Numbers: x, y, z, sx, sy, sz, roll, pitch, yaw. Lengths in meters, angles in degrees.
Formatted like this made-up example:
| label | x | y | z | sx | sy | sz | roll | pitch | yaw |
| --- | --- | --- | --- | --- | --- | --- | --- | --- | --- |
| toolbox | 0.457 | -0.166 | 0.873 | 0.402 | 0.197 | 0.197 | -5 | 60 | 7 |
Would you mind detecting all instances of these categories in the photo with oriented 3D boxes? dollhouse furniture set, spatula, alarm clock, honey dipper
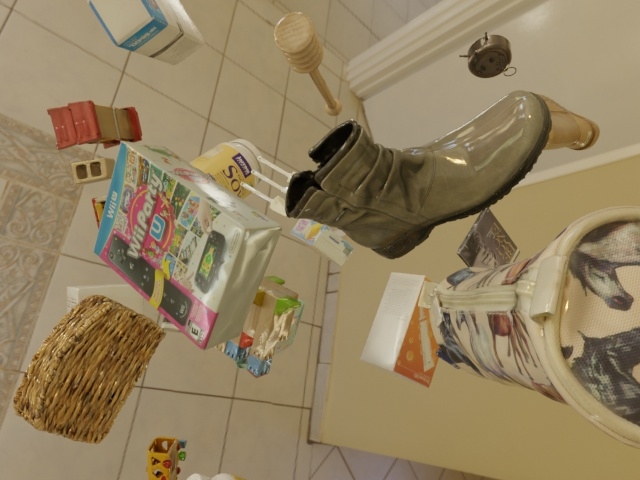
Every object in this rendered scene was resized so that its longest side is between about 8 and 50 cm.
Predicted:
| label | x | y | z | sx | sy | sz | roll | pitch | yaw |
| --- | --- | --- | --- | --- | --- | --- | --- | --- | --- |
| dollhouse furniture set | -0.645 | -0.219 | 1.307 | 0.201 | 0.152 | 0.374 | -33 | 115 | -72 |
| spatula | -0.177 | -0.208 | 1.616 | 0.168 | 0.242 | 0.019 | -57 | 164 | -7 |
| alarm clock | 0.545 | -0.564 | 1.360 | 0.192 | 0.129 | 0.064 | 17 | 62 | -25 |
| honey dipper | -0.003 | -0.142 | 0.383 | 0.160 | 0.030 | 0.031 | 20 | 61 | -77 |

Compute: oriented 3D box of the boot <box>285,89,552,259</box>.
| label | x | y | z | sx | sy | sz | roll | pitch | yaw |
| --- | --- | --- | --- | --- | --- | --- | --- | --- | --- |
| boot | 0.084 | -0.073 | 0.427 | 0.161 | 0.246 | 0.083 | 23 | 41 | -33 |

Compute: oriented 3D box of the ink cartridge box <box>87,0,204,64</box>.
| label | x | y | z | sx | sy | sz | roll | pitch | yaw |
| --- | --- | --- | --- | --- | --- | --- | --- | --- | --- |
| ink cartridge box | -0.310 | -0.406 | 0.757 | 0.148 | 0.085 | 0.203 | 58 | 13 | -7 |

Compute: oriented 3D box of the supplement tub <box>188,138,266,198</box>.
| label | x | y | z | sx | sy | sz | roll | pitch | yaw |
| --- | --- | --- | --- | --- | --- | --- | --- | --- | --- |
| supplement tub | -0.401 | -0.248 | 1.745 | 0.331 | 0.241 | 0.241 | -46 | 111 | -38 |

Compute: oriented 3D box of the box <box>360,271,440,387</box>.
| label | x | y | z | sx | sy | sz | roll | pitch | yaw |
| --- | --- | --- | --- | --- | --- | --- | --- | --- | --- |
| box | 0.324 | 0.319 | 1.571 | 0.215 | 0.168 | 0.345 | 32 | 73 | -33 |

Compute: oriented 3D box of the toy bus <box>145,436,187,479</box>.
| label | x | y | z | sx | sy | sz | roll | pitch | yaw |
| --- | --- | --- | --- | --- | --- | --- | --- | --- | --- |
| toy bus | -0.558 | 0.797 | 1.521 | 0.104 | 0.191 | 0.202 | 5 | 57 | 2 |

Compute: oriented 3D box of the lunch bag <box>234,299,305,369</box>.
| label | x | y | z | sx | sy | sz | roll | pitch | yaw |
| --- | --- | --- | --- | --- | --- | --- | --- | --- | --- |
| lunch bag | -0.198 | 0.331 | 1.581 | 0.223 | 0.160 | 0.262 | -14 | 129 | -56 |

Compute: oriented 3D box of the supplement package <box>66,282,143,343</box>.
| label | x | y | z | sx | sy | sz | roll | pitch | yaw |
| --- | --- | --- | --- | --- | --- | --- | --- | --- | --- |
| supplement package | -0.718 | 0.280 | 1.440 | 0.199 | 0.198 | 0.263 | 1 | 87 | -39 |

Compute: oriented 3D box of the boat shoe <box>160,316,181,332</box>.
| label | x | y | z | sx | sy | sz | roll | pitch | yaw |
| --- | --- | --- | --- | --- | --- | --- | --- | --- | --- |
| boat shoe | -0.499 | 0.324 | 1.673 | 0.219 | 0.078 | 0.070 | 12 | 63 | -10 |

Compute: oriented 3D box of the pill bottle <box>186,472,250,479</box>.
| label | x | y | z | sx | sy | sz | roll | pitch | yaw |
| --- | --- | --- | --- | --- | --- | --- | --- | --- | --- |
| pill bottle | -0.244 | 0.796 | 1.257 | 0.334 | 0.188 | 0.188 | 35 | 57 | -27 |

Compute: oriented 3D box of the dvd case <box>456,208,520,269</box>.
| label | x | y | z | sx | sy | sz | roll | pitch | yaw |
| --- | --- | --- | --- | --- | --- | --- | --- | --- | --- |
| dvd case | 0.489 | 0.034 | 1.248 | 0.221 | 0.018 | 0.165 | 43 | 75 | -30 |

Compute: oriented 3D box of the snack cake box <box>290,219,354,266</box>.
| label | x | y | z | sx | sy | sz | roll | pitch | yaw |
| --- | --- | --- | --- | --- | --- | --- | --- | --- | --- |
| snack cake box | 0.000 | 0.000 | 1.678 | 0.152 | 0.264 | 0.089 | 36 | 85 | -24 |

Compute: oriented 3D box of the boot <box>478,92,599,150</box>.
| label | x | y | z | sx | sy | sz | roll | pitch | yaw |
| --- | --- | --- | --- | --- | --- | --- | --- | --- | --- |
| boot | 0.400 | -0.244 | 0.859 | 0.269 | 0.236 | 0.089 | -10 | 123 | -38 |

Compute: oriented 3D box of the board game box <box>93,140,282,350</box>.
| label | x | y | z | sx | sy | sz | roll | pitch | yaw |
| --- | --- | --- | --- | --- | --- | --- | --- | --- | --- |
| board game box | -0.235 | 0.000 | 0.728 | 0.097 | 0.303 | 0.224 | -10 | 128 | -58 |

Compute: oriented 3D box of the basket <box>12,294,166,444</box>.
| label | x | y | z | sx | sy | sz | roll | pitch | yaw |
| --- | --- | --- | --- | --- | --- | --- | --- | --- | --- |
| basket | -0.563 | 0.276 | 1.012 | 0.213 | 0.223 | 0.299 | 47 | 62 | -44 |

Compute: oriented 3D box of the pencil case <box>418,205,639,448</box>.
| label | x | y | z | sx | sy | sz | roll | pitch | yaw |
| --- | --- | --- | --- | --- | --- | --- | --- | --- | --- |
| pencil case | 0.224 | 0.085 | 0.457 | 0.410 | 0.183 | 0.160 | 72 | 27 | -79 |

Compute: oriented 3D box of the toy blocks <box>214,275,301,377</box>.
| label | x | y | z | sx | sy | sz | roll | pitch | yaw |
| --- | --- | --- | --- | --- | --- | --- | --- | --- | --- |
| toy blocks | -0.231 | 0.232 | 1.299 | 0.190 | 0.381 | 0.261 | -1 | 109 | -54 |
